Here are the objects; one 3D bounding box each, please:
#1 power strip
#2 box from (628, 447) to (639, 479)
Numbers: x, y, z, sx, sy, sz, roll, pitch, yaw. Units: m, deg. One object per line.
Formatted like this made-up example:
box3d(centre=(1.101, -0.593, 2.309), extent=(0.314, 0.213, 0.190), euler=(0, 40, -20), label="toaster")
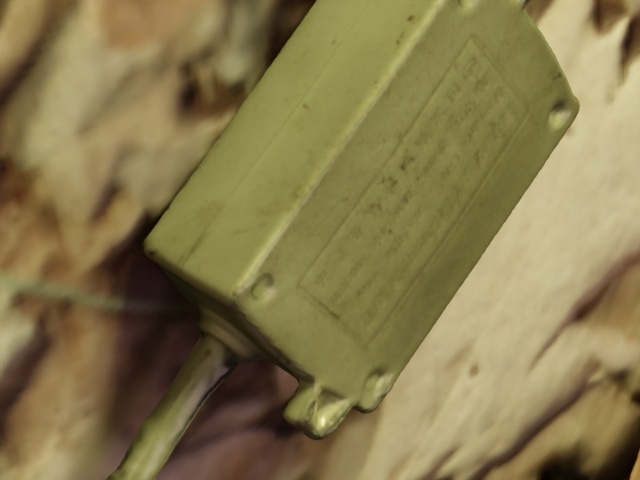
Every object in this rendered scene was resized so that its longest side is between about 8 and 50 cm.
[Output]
box3d(centre=(0.000, 0.000, 0.416), extent=(0.175, 0.042, 0.075), euler=(-54, 138, -8), label="power strip")
box3d(centre=(0.139, 0.287, 0.529), extent=(0.385, 0.122, 0.344), euler=(-56, 145, -48), label="box")
